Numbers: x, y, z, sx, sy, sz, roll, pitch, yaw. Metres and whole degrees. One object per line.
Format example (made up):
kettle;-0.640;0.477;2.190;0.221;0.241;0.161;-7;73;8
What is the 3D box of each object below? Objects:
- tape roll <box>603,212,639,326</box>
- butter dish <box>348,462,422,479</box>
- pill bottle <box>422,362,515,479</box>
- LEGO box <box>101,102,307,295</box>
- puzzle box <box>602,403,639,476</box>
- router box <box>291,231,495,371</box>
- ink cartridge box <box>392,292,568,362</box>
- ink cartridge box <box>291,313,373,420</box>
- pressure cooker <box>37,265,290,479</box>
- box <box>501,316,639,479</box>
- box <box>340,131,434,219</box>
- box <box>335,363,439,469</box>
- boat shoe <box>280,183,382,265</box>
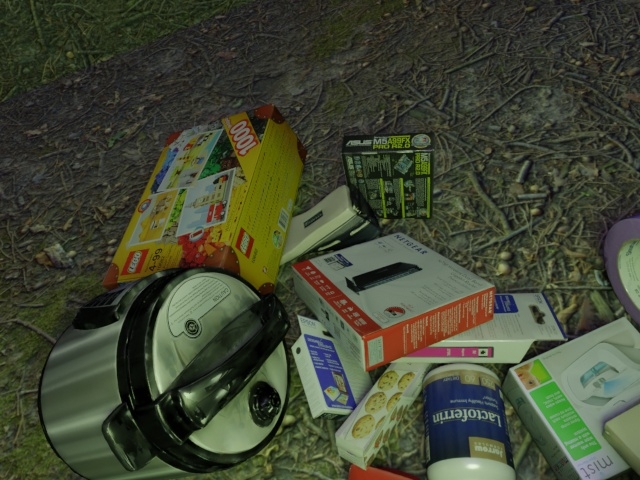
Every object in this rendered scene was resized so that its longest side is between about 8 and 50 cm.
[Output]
tape roll;0.694;0.071;0.965;0.090;0.275;0.275;-20;54;-3
butter dish;0.139;0.485;0.899;0.159;0.118;0.160;4;94;30
pill bottle;0.269;0.376;0.895;0.153;0.153;0.265;-3;47;10
LEGO box;-0.276;-0.074;1.261;0.372;0.193;0.500;-8;53;27
puzzle box;0.667;0.375;0.687;0.272;0.052;0.409;-24;41;-6
router box;0.139;0.107;1.047;0.301;0.082;0.335;-17;26;-21
ink cartridge box;0.292;0.178;1.021;0.370;0.069;0.176;-4;23;12
ink cartridge box;0.032;0.270;1.016;0.045;0.206;0.208;-38;50;23
pressure cooker;-0.255;0.245;0.919;0.420;0.375;0.370;-23;53;31
box;0.527;0.314;0.927;0.261;0.127;0.231;-22;53;-4
box;0.176;-0.152;1.230;0.216;0.270;0.060;0;57;12
box;0.147;0.303;0.973;0.067;0.063;0.324;15;37;36
boat shoe;0.000;0.000;1.263;0.340;0.158;0.127;-29;45;28
